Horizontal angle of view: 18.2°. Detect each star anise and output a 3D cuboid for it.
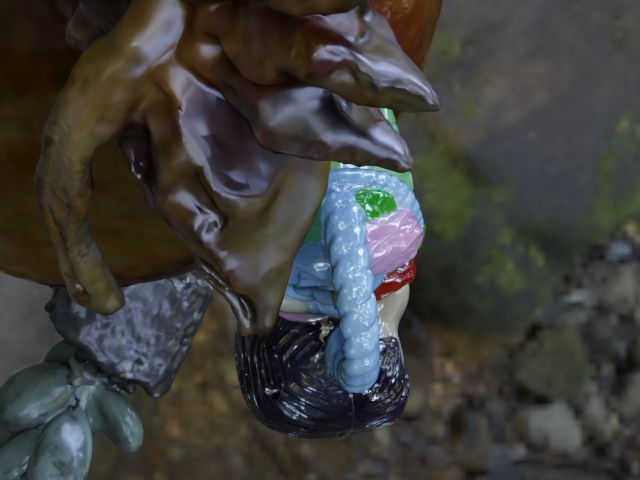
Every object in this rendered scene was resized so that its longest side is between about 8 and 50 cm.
[{"bbox_3d":[-0.059,-0.104,0.855,0.109,0.349,0.292,-14,84,-38],"label":"star anise"}]

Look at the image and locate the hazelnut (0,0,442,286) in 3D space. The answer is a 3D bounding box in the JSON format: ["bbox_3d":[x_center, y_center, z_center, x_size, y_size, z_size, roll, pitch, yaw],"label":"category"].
[{"bbox_3d":[-0.130,-0.175,1.332,0.402,0.429,0.402,13,60,-25],"label":"hazelnut"}]

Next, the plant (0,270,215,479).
[{"bbox_3d":[-0.216,0.124,1.892,0.149,0.146,0.274,30,88,-16],"label":"plant"}]

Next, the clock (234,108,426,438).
[{"bbox_3d":[0.000,0.000,1.010,0.194,0.100,0.195,113,-31,-80],"label":"clock"}]
